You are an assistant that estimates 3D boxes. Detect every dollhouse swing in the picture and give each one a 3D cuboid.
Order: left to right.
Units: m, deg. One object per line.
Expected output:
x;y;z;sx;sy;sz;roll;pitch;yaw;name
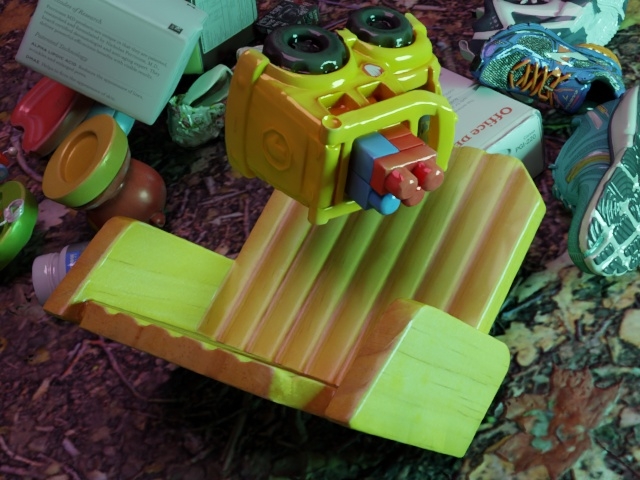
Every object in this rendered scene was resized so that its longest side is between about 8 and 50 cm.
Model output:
0.000;0.000;1.112;0.347;0.315;0.305;17;84;33;dollhouse swing

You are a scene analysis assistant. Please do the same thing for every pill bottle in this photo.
-0.249;0.037;1.332;0.137;0.078;0.078;-11;41;6;pill bottle

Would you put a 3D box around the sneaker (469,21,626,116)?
0.271;-0.190;1.353;0.221;0.083;0.087;3;45;-27;sneaker

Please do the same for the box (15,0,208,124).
-0.249;-0.251;1.439;0.182;0.119;0.181;26;20;-7;box

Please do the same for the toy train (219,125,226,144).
-0.061;-0.168;1.538;0.158;0.027;0.036;-34;47;-19;toy train

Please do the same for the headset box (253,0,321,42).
-0.045;-0.315;1.694;0.062;0.032;0.083;21;51;35;headset box

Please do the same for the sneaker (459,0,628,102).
0.274;-0.283;1.500;0.153;0.094;0.235;35;71;33;sneaker

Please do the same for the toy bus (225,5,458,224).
0.053;-0.105;1.106;0.220;0.149;0.211;-21;46;-33;toy bus

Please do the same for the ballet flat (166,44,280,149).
-0.106;-0.209;1.562;0.091;0.077;0.241;26;55;39;ballet flat

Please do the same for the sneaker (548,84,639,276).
0.299;-0.056;1.256;0.110;0.107;0.275;-15;31;32;sneaker

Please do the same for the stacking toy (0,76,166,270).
-0.327;-0.067;1.495;0.279;0.130;0.309;-41;36;12;stacking toy

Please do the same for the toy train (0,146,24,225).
-0.415;-0.054;1.424;0.125;0.046;0.166;-46;36;5;toy train

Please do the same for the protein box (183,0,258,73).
-0.219;-0.322;1.640;0.200;0.136;0.201;2;24;21;protein box

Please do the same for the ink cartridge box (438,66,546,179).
0.128;-0.115;1.363;0.158;0.092;0.218;-36;43;-21;ink cartridge box
